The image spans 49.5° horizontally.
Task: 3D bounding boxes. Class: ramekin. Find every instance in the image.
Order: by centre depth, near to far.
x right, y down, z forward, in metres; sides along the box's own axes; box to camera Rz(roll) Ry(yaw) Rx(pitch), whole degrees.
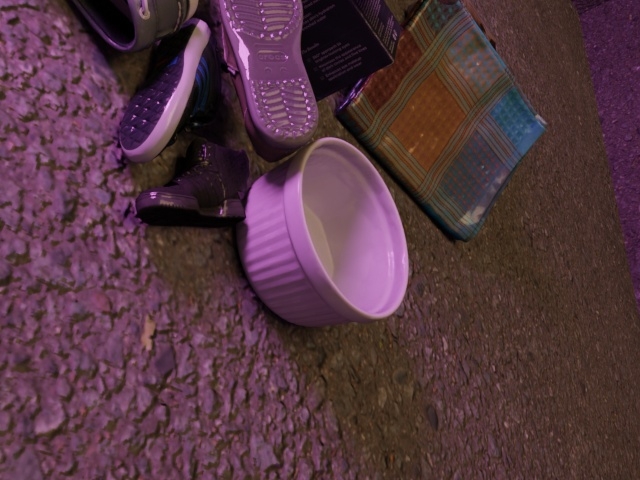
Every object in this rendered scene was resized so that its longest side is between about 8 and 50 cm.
[{"bbox_3d":[0.000,0.000,0.779,0.207,0.109,0.207,32,48,-43],"label":"ramekin"}]

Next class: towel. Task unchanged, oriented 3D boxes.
[{"bbox_3d":[0.214,-0.192,1.121,0.370,0.040,0.271,40,82,-38],"label":"towel"}]

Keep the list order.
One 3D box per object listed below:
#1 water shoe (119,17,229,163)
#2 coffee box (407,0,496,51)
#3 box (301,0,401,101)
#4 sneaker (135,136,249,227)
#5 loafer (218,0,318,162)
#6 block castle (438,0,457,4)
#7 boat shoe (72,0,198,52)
[{"bbox_3d":[-0.132,-0.141,0.695,0.080,0.073,0.203,49,38,-38],"label":"water shoe"},{"bbox_3d":[0.248,-0.313,1.299,0.168,0.119,0.297,40,43,-39],"label":"coffee box"},{"bbox_3d":[-0.007,-0.271,0.869,0.158,0.156,0.093,48,38,-29],"label":"box"},{"bbox_3d":[-0.124,-0.061,0.687,0.170,0.051,0.089,5,69,-60],"label":"sneaker"},{"bbox_3d":[-0.066,-0.192,0.744,0.094,0.087,0.251,1,63,-20],"label":"loafer"},{"bbox_3d":[0.152,-0.494,0.853,0.213,0.303,0.453,38,29,-26],"label":"block castle"},{"bbox_3d":[-0.230,-0.309,0.602,0.319,0.116,0.099,55,44,-30],"label":"boat shoe"}]
